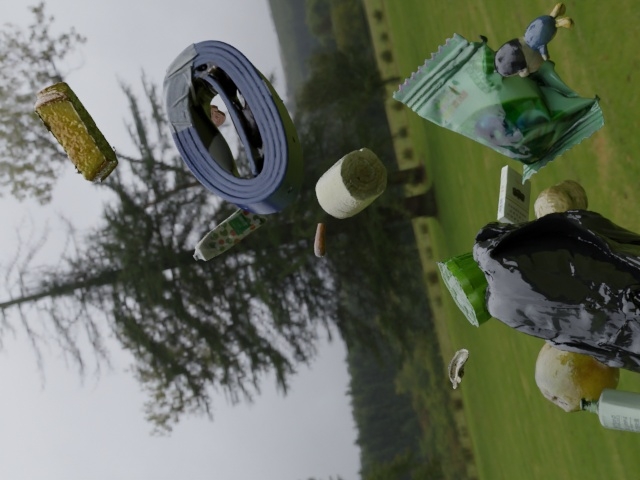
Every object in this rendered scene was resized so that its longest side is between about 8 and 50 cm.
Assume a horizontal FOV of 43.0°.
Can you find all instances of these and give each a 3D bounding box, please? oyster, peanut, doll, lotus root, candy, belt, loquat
[{"bbox_3d":[0.349,0.314,1.990,0.083,0.038,0.081,-50,31,38],"label":"oyster"},{"bbox_3d":[0.549,-0.078,1.854,0.229,0.103,0.098,-25,-55,-54],"label":"peanut"},{"bbox_3d":[0.418,-0.384,1.603,0.089,0.179,0.102,31,-145,-42],"label":"doll"},{"bbox_3d":[0.391,0.086,1.913,0.186,0.186,0.186,-13,-90,-88],"label":"lotus root"},{"bbox_3d":[0.390,-0.304,1.814,0.263,0.397,0.172,-51,25,44],"label":"candy"},{"bbox_3d":[-0.166,-0.213,1.562,0.347,0.212,0.117,62,-169,14],"label":"belt"},{"bbox_3d":[0.684,0.324,2.138,0.213,0.246,0.213,37,171,7],"label":"loquat"}]

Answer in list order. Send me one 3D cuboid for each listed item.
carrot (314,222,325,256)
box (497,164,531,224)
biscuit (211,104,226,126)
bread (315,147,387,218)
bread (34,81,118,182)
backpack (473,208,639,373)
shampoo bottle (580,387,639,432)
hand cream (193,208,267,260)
[{"bbox_3d":[0.000,0.000,2.203,0.032,0.032,0.093,71,-158,-74],"label":"carrot"},{"bbox_3d":[0.486,-0.101,2.032,0.090,0.024,0.167,31,-128,-24],"label":"box"},{"bbox_3d":[-0.248,-0.272,1.760,0.091,0.078,0.015,16,-125,-38],"label":"biscuit"},{"bbox_3d":[0.080,-0.141,2.044,0.134,0.148,0.141,50,146,-2],"label":"bread"},{"bbox_3d":[-0.410,-0.179,1.384,0.187,0.065,0.103,62,-179,-21],"label":"bread"},{"bbox_3d":[0.497,0.079,1.507,0.363,0.445,0.255,-63,-16,-74],"label":"backpack"},{"bbox_3d":[0.691,0.378,1.787,0.118,0.234,0.087,45,-124,-47],"label":"shampoo bottle"},{"bbox_3d":[-0.186,-0.014,1.636,0.057,0.165,0.037,51,172,11],"label":"hand cream"}]
